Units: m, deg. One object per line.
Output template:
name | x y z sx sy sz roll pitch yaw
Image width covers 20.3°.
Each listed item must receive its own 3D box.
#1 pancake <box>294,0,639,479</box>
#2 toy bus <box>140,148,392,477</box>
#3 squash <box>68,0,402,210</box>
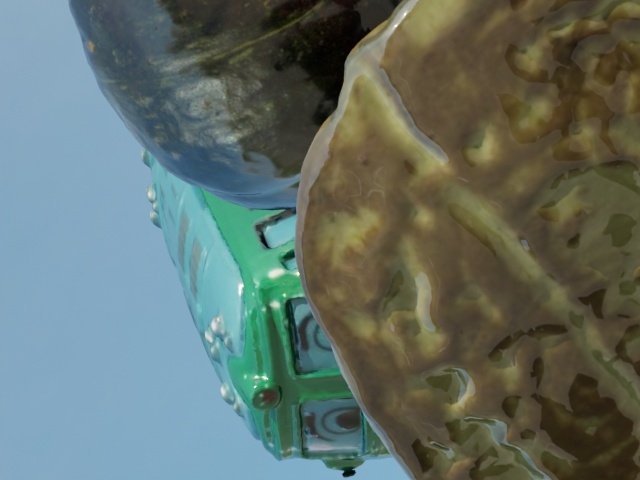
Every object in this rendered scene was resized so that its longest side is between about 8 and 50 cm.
pancake | 0.121 -0.001 0.493 0.031 0.250 0.250 -106 -1 -58
toy bus | 0.000 0.000 1.214 0.199 0.343 0.183 -13 -57 -11
squash | -0.015 -0.109 0.672 0.193 0.156 0.193 -9 -77 -44
